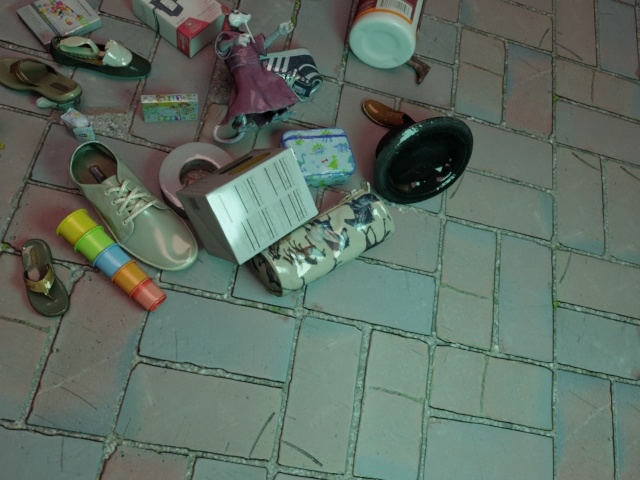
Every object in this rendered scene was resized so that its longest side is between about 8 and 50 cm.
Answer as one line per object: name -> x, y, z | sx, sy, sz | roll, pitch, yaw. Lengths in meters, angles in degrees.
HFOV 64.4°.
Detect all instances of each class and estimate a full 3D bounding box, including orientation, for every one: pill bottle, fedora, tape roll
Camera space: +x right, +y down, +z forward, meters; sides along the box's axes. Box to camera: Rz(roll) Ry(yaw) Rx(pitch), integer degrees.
pill bottle -> 0.243, -0.806, 1.723 | 0.224, 0.224, 0.391 | 18, 68, -7
fedora -> 0.293, -0.270, 1.563 | 0.335, 0.333, 0.152 | -14, 45, -18
tape roll -> -0.343, -0.167, 1.445 | 0.220, 0.072, 0.219 | 4, 70, -12

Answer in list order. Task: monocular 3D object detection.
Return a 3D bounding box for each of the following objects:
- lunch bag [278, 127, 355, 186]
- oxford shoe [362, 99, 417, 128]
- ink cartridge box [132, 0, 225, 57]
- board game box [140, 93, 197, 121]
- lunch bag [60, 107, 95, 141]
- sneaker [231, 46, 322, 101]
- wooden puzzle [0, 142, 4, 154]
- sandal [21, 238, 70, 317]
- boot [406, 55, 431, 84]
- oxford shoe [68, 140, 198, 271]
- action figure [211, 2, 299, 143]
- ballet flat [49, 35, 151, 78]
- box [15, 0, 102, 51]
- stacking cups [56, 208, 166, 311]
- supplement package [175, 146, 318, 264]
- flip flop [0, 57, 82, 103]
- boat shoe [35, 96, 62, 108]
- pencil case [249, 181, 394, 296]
lunch bag -> -0.014, -0.256, 1.547 | 0.219, 0.090, 0.175 | -6, 70, -16
oxford shoe -> 0.238, -0.409, 1.667 | 0.212, 0.076, 0.076 | 29, 69, -1
ink cartridge box -> -0.442, -0.720, 1.595 | 0.237, 0.100, 0.172 | 39, 67, 1
board game box -> -0.437, -0.385, 1.480 | 0.154, 0.103, 0.026 | -7, 73, -15
lunch bag -> -0.671, -0.316, 1.417 | 0.083, 0.071, 0.053 | 32, 66, -2
sneaker -> -0.126, -0.507, 1.600 | 0.283, 0.099, 0.153 | -22, 76, -22
wooden puzzle -> -0.907, -0.223, 1.360 | 0.079, 0.014, 0.116 | 19, 68, -6
sandal -> -0.699, 0.090, 1.276 | 0.090, 0.060, 0.219 | -16, 76, -18
boot -> 0.319, -0.604, 1.772 | 0.114, 0.037, 0.106 | 33, 54, -4
oxford shoe -> -0.507, -0.093, 1.351 | 0.449, 0.130, 0.169 | 46, 66, 3
action figure -> -0.216, -0.505, 1.486 | 0.248, 0.276, 0.369 | -20, 86, -50
ballet flat -> -0.645, -0.540, 1.487 | 0.281, 0.096, 0.095 | 4, 70, -13
box -> -0.783, -0.669, 1.530 | 0.186, 0.038, 0.145 | -38, 84, -23
stacking cups -> -0.529, 0.055, 1.321 | 0.316, 0.096, 0.096 | 41, 67, -1
supplement package -> -0.190, -0.098, 1.330 | 0.263, 0.199, 0.197 | -35, 115, -27
flip flop -> -0.791, -0.458, 1.411 | 0.277, 0.080, 0.112 | 24, 60, 14
boat shoe -> -0.753, -0.394, 1.446 | 0.100, 0.035, 0.035 | -24, 76, -27
pencil case -> 0.000, 0.000, 1.419 | 0.411, 0.160, 0.183 | -29, 95, -20
